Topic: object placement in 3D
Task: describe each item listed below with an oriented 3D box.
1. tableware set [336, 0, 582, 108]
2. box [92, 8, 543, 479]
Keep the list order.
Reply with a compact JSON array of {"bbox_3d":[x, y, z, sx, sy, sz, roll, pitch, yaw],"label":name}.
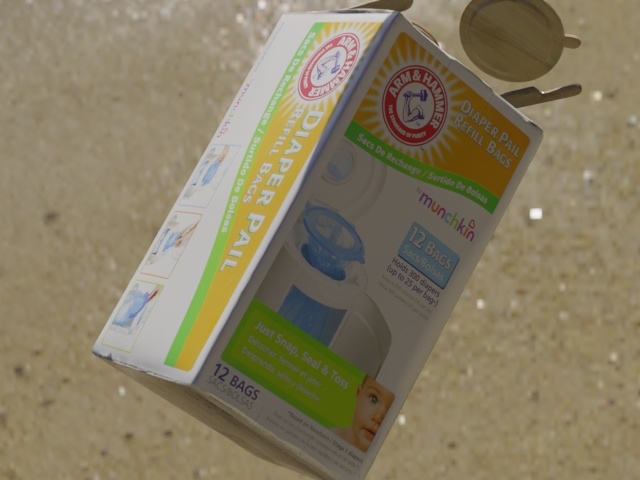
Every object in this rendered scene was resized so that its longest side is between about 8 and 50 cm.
[{"bbox_3d":[0.113,-0.166,1.518,0.194,0.128,0.039,-11,29,27],"label":"tableware set"},{"bbox_3d":[0.000,0.000,0.885,0.103,0.114,0.203,10,67,56],"label":"box"}]
